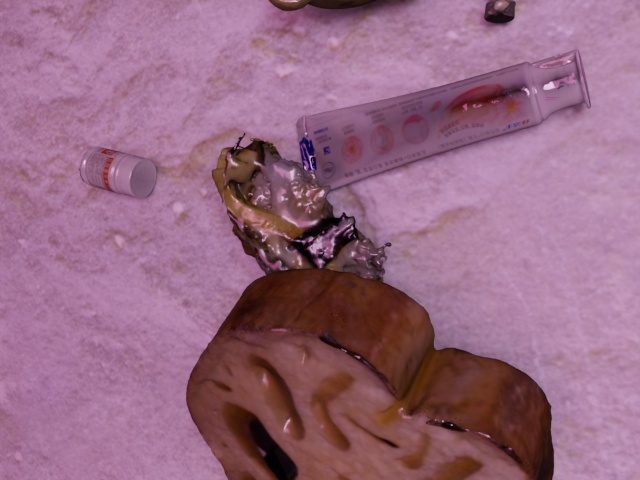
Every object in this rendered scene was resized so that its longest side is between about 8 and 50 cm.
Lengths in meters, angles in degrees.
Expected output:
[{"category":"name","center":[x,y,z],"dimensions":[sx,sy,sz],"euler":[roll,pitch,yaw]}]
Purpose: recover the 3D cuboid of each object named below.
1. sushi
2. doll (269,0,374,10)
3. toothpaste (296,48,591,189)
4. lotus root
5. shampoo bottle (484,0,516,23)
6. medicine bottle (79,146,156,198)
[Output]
[{"category":"sushi","center":[-0.006,0.004,0.704],"dimensions":[0.291,0.139,0.131],"euler":[45,101,6]},{"category":"doll","center":[0.015,-0.380,0.665],"dimensions":[0.177,0.161,0.260],"euler":[-6,86,1]},{"category":"toothpaste","center":[0.118,-0.129,0.680],"dimensions":[0.323,0.066,0.100],"euler":[-11,87,27]},{"category":"lotus root","center":[0.036,0.216,0.631],"dimensions":[0.390,0.111,0.375],"euler":[41,126,-5]},{"category":"shampoo bottle","center":[0.193,-0.333,0.643],"dimensions":[0.057,0.064,0.207],"euler":[4,92,32]},{"category":"medicine bottle","center":[-0.275,-0.093,0.844],"dimensions":[0.089,0.057,0.057],"euler":[16,96,21]}]
